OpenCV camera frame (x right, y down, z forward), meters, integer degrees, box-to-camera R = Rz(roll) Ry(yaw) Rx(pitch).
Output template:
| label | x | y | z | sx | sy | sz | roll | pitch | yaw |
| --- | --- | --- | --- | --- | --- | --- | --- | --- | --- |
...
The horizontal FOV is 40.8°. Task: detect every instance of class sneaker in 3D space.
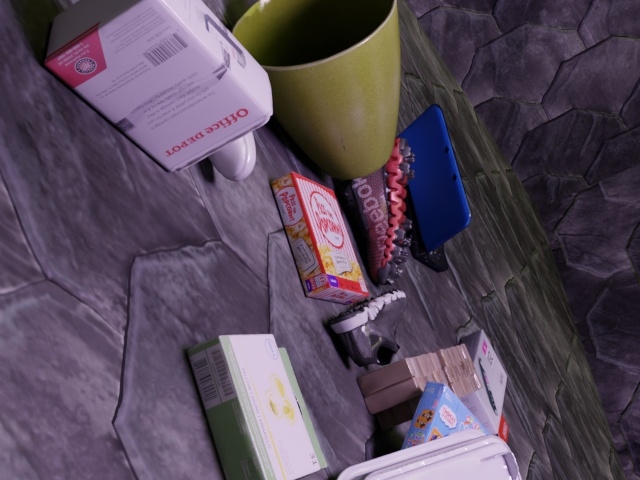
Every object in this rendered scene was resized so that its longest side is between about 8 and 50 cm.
| label | x | y | z | sx | sy | sz | roll | pitch | yaw |
| --- | --- | --- | --- | --- | --- | --- | --- | --- | --- |
| sneaker | 0.090 | 0.144 | 1.372 | 0.234 | 0.078 | 0.106 | -17 | 85 | -65 |
| sneaker | -0.164 | -0.171 | 1.143 | 0.094 | 0.080 | 0.212 | -5 | 64 | -56 |
| sneaker | 0.100 | -0.053 | 1.588 | 0.097 | 0.135 | 0.276 | 35 | 57 | -73 |

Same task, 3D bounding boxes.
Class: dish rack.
| label | x | y | z | sx | sy | sz | roll | pitch | yaw |
| --- | --- | --- | --- | --- | --- | --- | --- | --- | --- |
| dish rack | 0.185 | 0.402 | 1.121 | 0.333 | 0.072 | 0.285 | -4 | 71 | -40 |

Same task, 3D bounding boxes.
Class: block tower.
| label | x | y | z | sx | sy | sz | roll | pitch | yaw |
| --- | --- | --- | --- | --- | --- | --- | --- | --- | --- |
| block tower | 0.174 | 0.240 | 1.437 | 0.335 | 0.097 | 0.091 | 5 | 62 | -64 |

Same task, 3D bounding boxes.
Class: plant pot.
| label | x | y | z | sx | sy | sz | roll | pitch | yaw |
| --- | --- | --- | --- | --- | --- | --- | --- | --- | --- |
| plant pot | 0.024 | -0.253 | 1.456 | 0.275 | 0.275 | 0.293 | -92 | 166 | -46 |

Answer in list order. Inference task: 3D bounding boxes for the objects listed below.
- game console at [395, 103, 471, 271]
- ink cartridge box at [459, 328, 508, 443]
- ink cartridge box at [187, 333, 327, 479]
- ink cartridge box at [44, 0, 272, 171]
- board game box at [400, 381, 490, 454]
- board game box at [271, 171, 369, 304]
| label | x | y | z | sx | sy | sz | roll | pitch | yaw |
| --- | --- | --- | --- | --- | --- | --- | --- | --- | --- |
| game console | 0.264 | -0.109 | 1.905 | 0.250 | 0.173 | 0.293 | 27 | 47 | -57 |
| ink cartridge box | 0.354 | 0.343 | 1.792 | 0.239 | 0.060 | 0.275 | 61 | 21 | -6 |
| ink cartridge box | -0.050 | 0.196 | 1.009 | 0.235 | 0.056 | 0.171 | 10 | 57 | -63 |
| ink cartridge box | -0.179 | -0.197 | 0.993 | 0.218 | 0.158 | 0.092 | 45 | 28 | -42 |
| board game box | 0.169 | 0.337 | 1.252 | 0.160 | 0.039 | 0.211 | 48 | 57 | -37 |
| board game box | 0.000 | 0.000 | 1.356 | 0.147 | 0.045 | 0.193 | 18 | 50 | -63 |
